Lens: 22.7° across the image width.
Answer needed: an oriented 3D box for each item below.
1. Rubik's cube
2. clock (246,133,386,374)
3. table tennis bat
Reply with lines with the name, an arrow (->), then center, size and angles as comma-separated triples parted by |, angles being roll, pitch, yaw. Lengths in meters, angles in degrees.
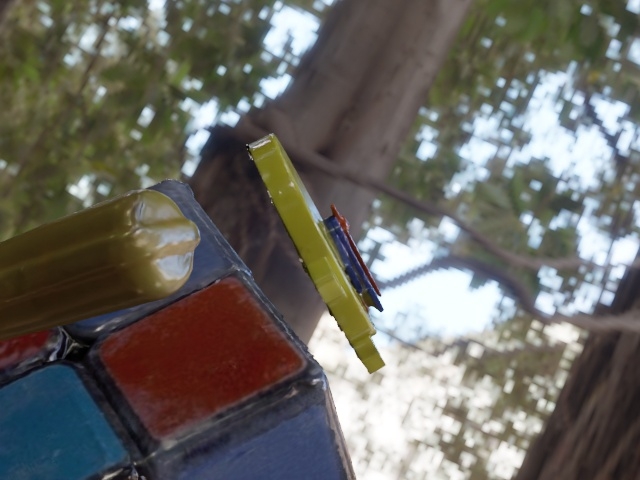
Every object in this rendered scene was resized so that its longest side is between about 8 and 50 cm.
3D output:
Rubik's cube -> -0.160, 0.193, 1.299 | 0.313, 0.318, 0.316 | 50, -19, 47
clock -> 0.003, -0.003, 1.941 | 0.293, 0.071, 0.277 | 62, 1, 29
table tennis bat -> -0.190, 0.039, 0.789 | 0.320, 0.050, 0.198 | -18, -5, 34
